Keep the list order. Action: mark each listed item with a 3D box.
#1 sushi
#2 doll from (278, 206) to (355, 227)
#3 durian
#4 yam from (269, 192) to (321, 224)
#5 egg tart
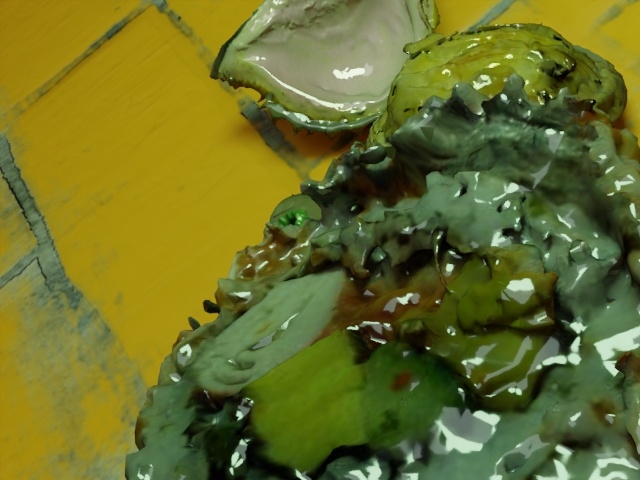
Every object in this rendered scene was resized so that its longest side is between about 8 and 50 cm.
[{"bbox_3d":[0.058,0.094,0.594,0.417,0.176,0.417,-21,40,19],"label":"sushi"},{"bbox_3d":[0.000,0.000,0.870,0.190,0.050,0.115,-13,50,53],"label":"doll"},{"bbox_3d":[0.039,-0.225,1.136,0.305,0.185,0.195,-40,64,5],"label":"durian"},{"bbox_3d":[0.121,-0.024,0.969,0.371,0.083,0.083,-3,55,29],"label":"yam"},{"bbox_3d":[0.156,-0.144,0.962,0.291,0.107,0.291,-16,28,9],"label":"egg tart"}]
